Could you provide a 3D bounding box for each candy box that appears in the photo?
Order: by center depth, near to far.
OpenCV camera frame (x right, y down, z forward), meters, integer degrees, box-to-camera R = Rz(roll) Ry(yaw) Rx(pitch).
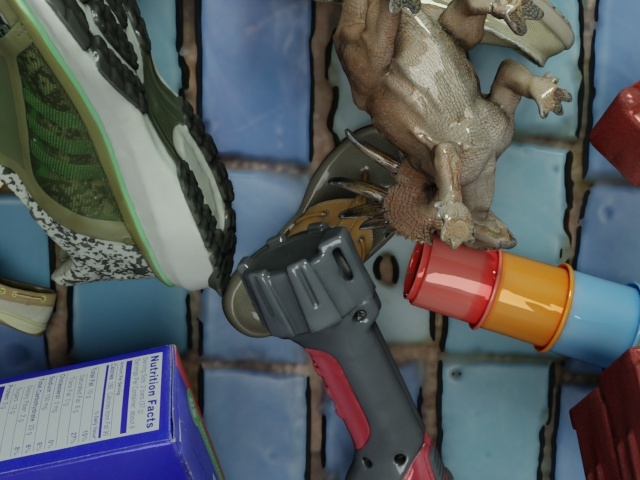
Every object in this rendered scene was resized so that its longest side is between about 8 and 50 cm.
[{"bbox_3d":[-0.233,0.241,0.845,0.317,0.122,0.268,-11,127,1],"label":"candy box"}]

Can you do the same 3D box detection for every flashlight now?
[{"bbox_3d":[0.026,0.134,0.867,0.103,0.103,0.304,-36,113,-21],"label":"flashlight"}]

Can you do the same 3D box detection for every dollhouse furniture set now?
[{"bbox_3d":[0.298,0.035,0.805,0.201,0.152,0.374,0,63,-5],"label":"dollhouse furniture set"}]

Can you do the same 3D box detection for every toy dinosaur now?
[{"bbox_3d":[0.066,-0.105,0.752,0.127,0.200,0.295,-23,101,-20],"label":"toy dinosaur"}]

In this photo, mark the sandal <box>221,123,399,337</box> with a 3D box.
[{"bbox_3d":[0.000,0.000,0.873,0.219,0.060,0.090,-44,102,7],"label":"sandal"}]

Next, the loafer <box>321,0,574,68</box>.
[{"bbox_3d":[0.065,-0.189,0.818,0.269,0.102,0.092,23,103,2],"label":"loafer"}]

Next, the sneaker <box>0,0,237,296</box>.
[{"bbox_3d":[-0.208,-0.098,0.747,0.182,0.158,0.410,-17,126,10],"label":"sneaker"}]

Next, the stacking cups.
[{"bbox_3d":[0.229,0.062,0.894,0.316,0.096,0.096,19,102,-2],"label":"stacking cups"}]

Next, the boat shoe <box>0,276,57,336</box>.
[{"bbox_3d":[-0.282,0.035,0.865,0.135,0.050,0.045,29,87,-36],"label":"boat shoe"}]

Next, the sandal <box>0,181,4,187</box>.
[{"bbox_3d":[-0.306,-0.049,0.837,0.088,0.079,0.240,32,100,-10],"label":"sandal"}]
